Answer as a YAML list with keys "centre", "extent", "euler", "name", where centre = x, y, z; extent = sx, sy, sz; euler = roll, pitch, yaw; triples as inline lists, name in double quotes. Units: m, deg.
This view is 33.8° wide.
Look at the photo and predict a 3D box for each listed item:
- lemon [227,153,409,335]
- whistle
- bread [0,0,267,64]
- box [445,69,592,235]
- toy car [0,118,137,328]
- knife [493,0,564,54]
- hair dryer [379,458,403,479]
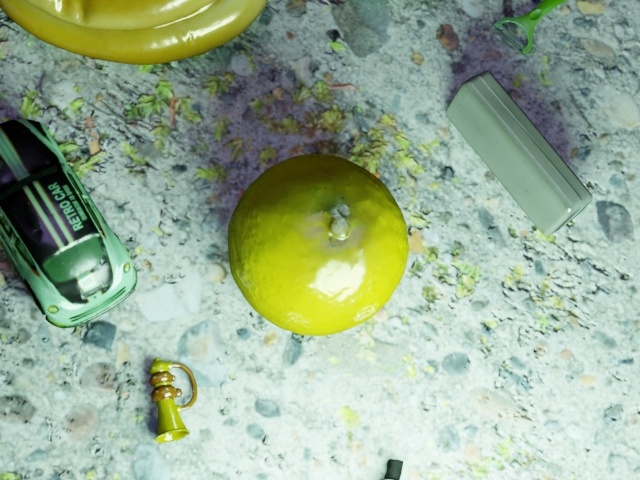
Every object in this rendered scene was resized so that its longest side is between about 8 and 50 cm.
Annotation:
- centre: [0.000, 0.000, 1.368]
  extent: [0.240, 0.219, 0.240]
  euler: [3, 73, -10]
  name: "lemon"
- centre: [-0.190, 0.202, 1.364]
  extent: [0.057, 0.046, 0.109]
  euler: [-11, 66, 4]
  name: "whistle"
- centre: [-0.273, -0.431, 1.467]
  extent: [0.424, 0.245, 0.329]
  euler: [9, 69, -1]
  name: "bread"
- centre: [0.281, -0.124, 1.510]
  extent: [0.055, 0.103, 0.243]
  euler: [-32, 78, -23]
  name: "box"
- centre: [-0.364, -0.037, 1.381]
  extent: [0.136, 0.125, 0.306]
  euler: [-30, 79, -16]
  name: "toy car"
- centre: [0.351, -0.359, 1.648]
  extent: [0.166, 0.022, 0.078]
  euler: [-41, 85, -18]
  name: "knife"
- centre: [0.134, 0.428, 1.275]
  extent: [0.320, 0.156, 0.284]
  euler: [16, 79, 7]
  name: "hair dryer"
